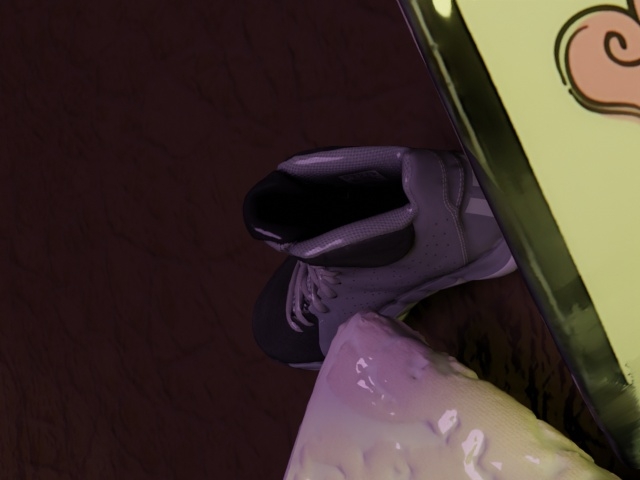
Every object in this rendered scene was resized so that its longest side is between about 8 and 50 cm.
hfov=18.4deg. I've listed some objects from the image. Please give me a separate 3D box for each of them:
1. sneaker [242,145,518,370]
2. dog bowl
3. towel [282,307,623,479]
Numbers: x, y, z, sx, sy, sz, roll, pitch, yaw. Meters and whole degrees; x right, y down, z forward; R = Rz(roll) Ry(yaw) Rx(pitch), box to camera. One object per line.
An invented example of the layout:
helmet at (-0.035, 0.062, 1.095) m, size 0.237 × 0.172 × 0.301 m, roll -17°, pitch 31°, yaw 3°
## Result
sneaker at (0.000, 0.000, 1.006) m, size 0.229 × 0.132 × 0.086 m, roll -33°, pitch 58°, yaw 45°
dog bowl at (0.099, -0.133, 0.704) m, size 0.150 × 0.408 × 0.408 m, roll -23°, pitch 73°, yaw 8°
towel at (0.095, 0.243, 0.962) m, size 0.332 × 0.053 × 0.317 m, roll 34°, pitch 120°, yaw 32°
